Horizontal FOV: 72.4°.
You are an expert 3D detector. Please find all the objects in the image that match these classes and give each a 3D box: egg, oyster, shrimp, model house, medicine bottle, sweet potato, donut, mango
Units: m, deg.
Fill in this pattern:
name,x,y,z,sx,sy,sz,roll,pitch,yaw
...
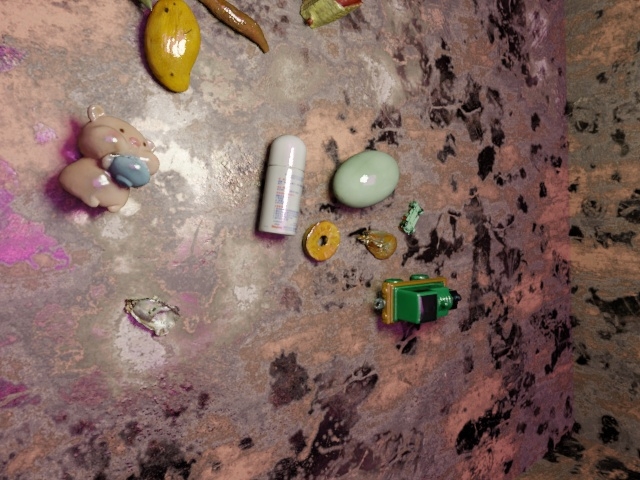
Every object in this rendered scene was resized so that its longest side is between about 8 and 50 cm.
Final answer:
name,x,y,z,sx,sy,sz,roll,pitch,yaw
egg,0.171,-0.229,1.637,0.283,0.203,0.202,-31,109,-23
oyster,-0.496,0.212,1.307,0.108,0.053,0.166,-42,126,4
shrimp,0.235,0.015,1.787,0.217,0.051,0.115,14,87,-36
model house,0.052,-0.862,1.531,0.160,0.196,0.253,40,72,-31
medicine bottle,-0.125,-0.190,1.486,0.130,0.130,0.340,9,89,-34
sweet potato,-0.282,-0.713,1.390,0.315,0.072,0.066,24,93,-35
donut,0.000,0.000,1.622,0.152,0.058,0.151,-2,94,-33
mango,-0.428,-0.573,1.276,0.157,0.109,0.261,-3,95,-35

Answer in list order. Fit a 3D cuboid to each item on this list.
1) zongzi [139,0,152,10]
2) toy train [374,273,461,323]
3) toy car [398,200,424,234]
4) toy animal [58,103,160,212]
name,x,y,z,sx,sy,sz,roll,pitch,yaw
zongzi,-0.526,-0.696,1.221,0.104,0.052,0.113,1,66,-28
toy train,0.413,0.244,1.795,0.430,0.249,0.178,-2,93,-33
toy car,0.389,-0.099,1.880,0.073,0.054,0.143,40,67,-30
toy animal,-0.563,-0.198,1.171,0.221,0.229,0.210,-35,151,14
